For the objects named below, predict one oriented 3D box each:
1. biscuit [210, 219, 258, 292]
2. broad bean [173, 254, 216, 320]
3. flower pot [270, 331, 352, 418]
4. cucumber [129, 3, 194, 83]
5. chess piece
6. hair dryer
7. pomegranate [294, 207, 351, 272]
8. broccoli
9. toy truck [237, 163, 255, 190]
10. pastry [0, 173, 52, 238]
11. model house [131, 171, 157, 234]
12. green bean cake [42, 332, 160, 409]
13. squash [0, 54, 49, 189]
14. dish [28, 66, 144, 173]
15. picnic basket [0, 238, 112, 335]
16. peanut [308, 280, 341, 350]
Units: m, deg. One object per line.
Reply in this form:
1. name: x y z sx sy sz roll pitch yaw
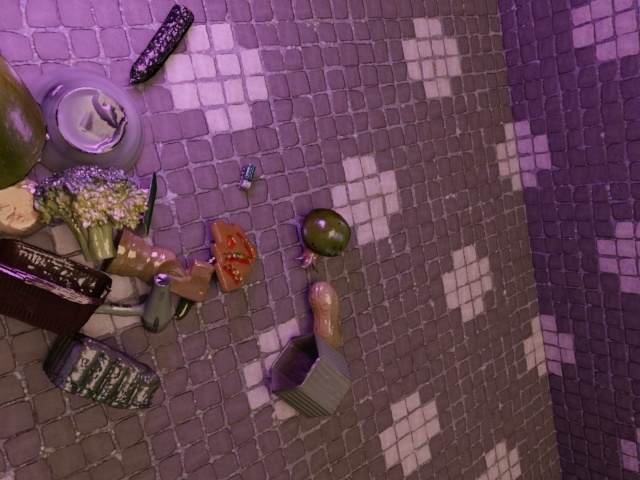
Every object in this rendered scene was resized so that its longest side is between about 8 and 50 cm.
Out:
1. biscuit: -0.268 0.053 1.554 0.212 0.041 0.239 45 39 -45
2. broad bean: -0.366 0.116 1.551 0.060 0.043 0.298 48 64 -36
3. flower pot: -0.032 0.454 1.686 0.190 0.209 0.239 46 71 -27
4. cucumber: -0.462 -0.558 1.450 0.072 0.072 0.300 37 71 -30
5. chess piece: -0.449 0.082 1.427 0.300 0.137 0.137 27 76 -29
6. hair dryer: -0.510 0.158 1.361 0.267 0.229 0.092 20 40 -33
7. pomegranate: 0.000 0.000 1.736 0.181 0.181 0.224 31 96 -31
8. broccoli: -0.557 -0.069 1.261 0.262 0.247 0.244 -8 98 -11
9. toy truck: -0.237 -0.205 1.630 0.039 0.044 0.083 20 80 -30
10. pastry: -0.753 -0.082 1.250 0.165 0.088 0.166 1 88 -35
11. model house: -0.515 -0.109 1.402 0.088 0.117 0.167 7 67 -10
12. green bean cake: -0.561 0.338 1.302 0.255 0.241 0.132 34 68 -30
13. squash: -0.765 -0.281 1.057 0.310 0.309 0.311 3 80 -20
14. dish: -0.612 -0.310 1.330 0.316 0.106 0.317 -1 91 -35
15. picnic basket: -0.683 0.117 1.234 0.296 0.222 0.129 26 97 -18
16. peanut: 0.019 0.275 1.787 0.125 0.111 0.275 -27 115 -67
